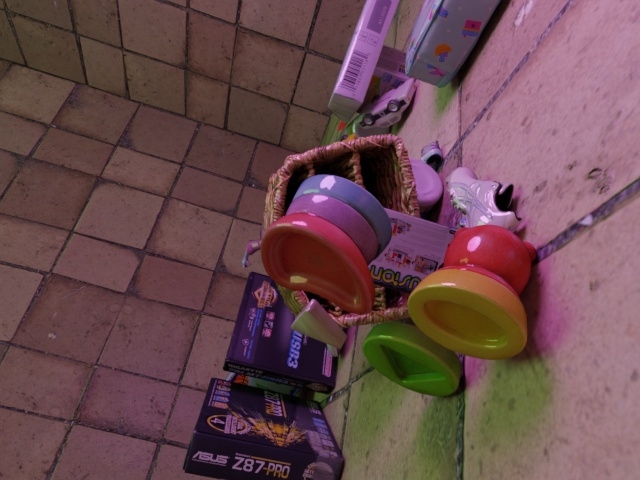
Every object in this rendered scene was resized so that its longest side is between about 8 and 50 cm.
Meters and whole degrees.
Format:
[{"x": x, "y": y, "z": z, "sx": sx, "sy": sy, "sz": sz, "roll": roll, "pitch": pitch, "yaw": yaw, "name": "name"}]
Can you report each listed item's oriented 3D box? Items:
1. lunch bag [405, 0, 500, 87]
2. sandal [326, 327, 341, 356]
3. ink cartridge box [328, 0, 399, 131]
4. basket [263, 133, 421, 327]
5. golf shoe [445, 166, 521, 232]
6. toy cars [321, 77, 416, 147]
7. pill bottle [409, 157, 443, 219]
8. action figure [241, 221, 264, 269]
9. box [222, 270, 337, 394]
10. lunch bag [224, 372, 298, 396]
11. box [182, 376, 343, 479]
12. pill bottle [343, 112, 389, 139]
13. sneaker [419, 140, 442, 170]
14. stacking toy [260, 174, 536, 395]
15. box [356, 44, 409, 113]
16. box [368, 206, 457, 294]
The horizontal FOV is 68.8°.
[{"x": 0.266, "y": -0.463, "z": 0.907, "sx": 0.279, "sy": 0.107, "sz": 0.224, "roll": 117, "pitch": 171, "yaw": -48, "name": "lunch bag"}, {"x": 0.054, "y": 0.097, "z": 1.216, "sx": 0.169, "sy": 0.102, "sz": 0.417, "roll": -7, "pitch": -85, "yaw": -82, "name": "sandal"}, {"x": 0.100, "y": -0.522, "z": 1.416, "sx": 0.385, "sy": 0.091, "sz": 0.308, "roll": -168, "pitch": 97, "yaw": -82, "name": "ink cartridge box"}, {"x": 0.029, "y": -0.007, "z": 0.791, "sx": 0.223, "sy": 0.213, "sz": 0.299, "roll": 171, "pitch": 89, "yaw": -67, "name": "basket"}, {"x": 0.223, "y": -0.053, "z": 0.625, "sx": 0.086, "sy": 0.069, "sz": 0.176, "roll": -43, "pitch": 28, "yaw": 34, "name": "golf shoe"}, {"x": 0.121, "y": -0.293, "z": 1.321, "sx": 0.393, "sy": 0.087, "sz": 0.176, "roll": -42, "pitch": 25, "yaw": 13, "name": "toy cars"}, {"x": 0.148, "y": -0.060, "z": 0.912, "sx": 0.187, "sy": 0.112, "sz": 0.112, "roll": 115, "pitch": 168, "yaw": -51, "name": "pill bottle"}, {"x": -0.150, "y": 0.022, "z": 1.808, "sx": 0.370, "sy": 0.248, "sz": 0.276, "roll": -95, "pitch": 27, "yaw": -84, "name": "action figure"}, {"x": -0.092, "y": 0.252, "z": 1.305, "sx": 0.073, "sy": 0.293, "sz": 0.296, "roll": 112, "pitch": 171, "yaw": -47, "name": "box"}, {"x": -0.158, "y": 0.445, "z": 1.560, "sx": 0.385, "sy": 0.239, "sz": 0.328, "roll": -53, "pitch": -1, "yaw": -19, "name": "lunch bag"}, {"x": -0.138, "y": 0.457, "z": 1.124, "sx": 0.395, "sy": 0.318, "sz": 0.097, "roll": 169, "pitch": 118, "yaw": -83, "name": "box"}, {"x": 0.141, "y": -0.340, "z": 1.503, "sx": 0.215, "sy": 0.117, "sz": 0.117, "roll": -150, "pitch": 76, "yaw": -82, "name": "pill bottle"}, {"x": 0.213, "y": -0.159, "z": 0.943, "sx": 0.098, "sy": 0.038, "sz": 0.069, "roll": -52, "pitch": 19, "yaw": 45, "name": "sneaker"}, {"x": 0.090, "y": 0.054, "z": 0.597, "sx": 0.130, "sy": 0.308, "sz": 0.280, "roll": -56, "pitch": -19, "yaw": -32, "name": "stacking toy"}, {"x": 0.191, "y": -0.481, "z": 1.447, "sx": 0.203, "sy": 0.114, "sz": 0.103, "roll": 119, "pitch": 167, "yaw": -62, "name": "box"}, {"x": 0.107, "y": 0.014, "z": 0.693, "sx": 0.036, "sy": 0.206, "sz": 0.114, "roll": -158, "pitch": 84, "yaw": -82, "name": "box"}]
